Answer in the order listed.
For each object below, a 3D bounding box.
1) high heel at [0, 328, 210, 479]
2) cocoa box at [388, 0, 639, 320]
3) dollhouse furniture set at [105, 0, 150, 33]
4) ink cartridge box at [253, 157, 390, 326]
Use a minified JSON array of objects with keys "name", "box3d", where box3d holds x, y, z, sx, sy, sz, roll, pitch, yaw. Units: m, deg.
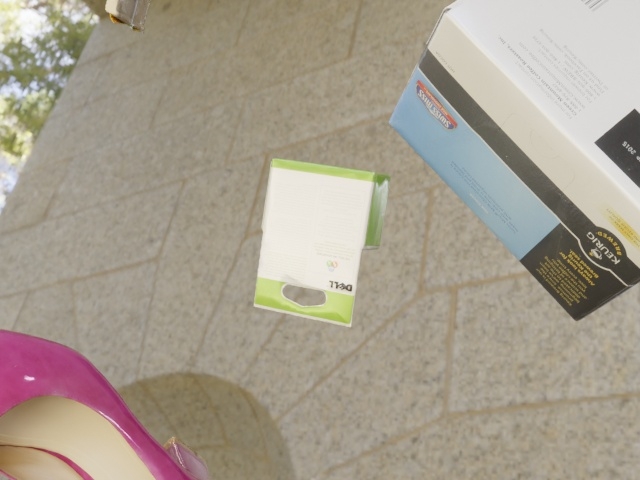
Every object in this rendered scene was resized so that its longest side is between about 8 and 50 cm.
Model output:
[{"name":"high heel","box3d":[-0.137,0.140,0.490,0.082,0.117,0.244,-39,-52,5]},{"name":"cocoa box","box3d":[0.294,-0.127,0.995,0.347,0.231,0.228,48,-24,10]},{"name":"dollhouse furniture set","box3d":[-0.243,-0.341,1.065,0.058,0.152,0.076,17,3,16]},{"name":"ink cartridge box","box3d":[0.000,0.000,1.455,0.188,0.255,0.097,10,5,21]}]
